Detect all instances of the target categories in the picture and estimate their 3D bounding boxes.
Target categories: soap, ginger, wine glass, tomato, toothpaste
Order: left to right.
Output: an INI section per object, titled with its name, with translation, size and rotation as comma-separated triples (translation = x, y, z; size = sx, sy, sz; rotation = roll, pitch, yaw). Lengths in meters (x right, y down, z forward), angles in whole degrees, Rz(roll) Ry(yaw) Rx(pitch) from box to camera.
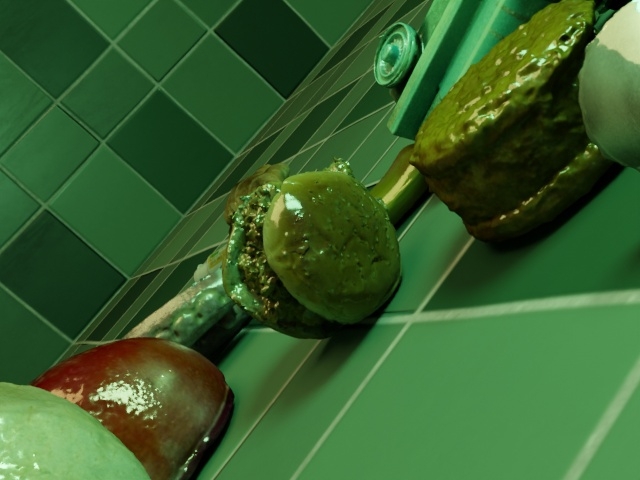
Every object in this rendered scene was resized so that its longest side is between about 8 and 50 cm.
[tomato]
translation = -0.262, 0.227, 1.061
size = 0.335, 0.176, 0.289
rotation = -47, 9, 5
[toothpaste]
translation = -0.090, -0.004, 1.520
size = 0.056, 0.058, 0.314
rotation = 4, -28, -44
[ginger]
translation = -0.102, -0.078, 1.755
size = 0.148, 0.081, 0.334
rotation = -33, 11, -9
[soap]
translation = 0.076, -0.049, 1.078
size = 0.140, 0.045, 0.089
rotation = -47, 9, 4
[wine glass]
translation = 0.205, -0.061, 0.497
size = 0.122, 0.122, 0.183
rotation = -44, 14, 16

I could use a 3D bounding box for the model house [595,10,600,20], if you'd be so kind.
[model house]
translation = 0.243, -0.222, 1.024
size = 0.083, 0.058, 0.057
rotation = -54, 14, -31

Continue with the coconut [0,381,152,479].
[coconut]
translation = -0.271, 0.249, 0.775
size = 0.329, 0.329, 0.329
rotation = -45, 12, 12

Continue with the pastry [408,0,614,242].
[pastry]
translation = 0.161, -0.093, 0.775
size = 0.189, 0.103, 0.188
rotation = -44, 12, 12

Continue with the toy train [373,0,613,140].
[toy train]
translation = 0.163, -0.210, 0.969
size = 0.298, 0.120, 0.194
rotation = -64, 30, 28

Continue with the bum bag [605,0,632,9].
[bum bag]
translation = 0.323, -0.265, 0.879
size = 0.123, 0.060, 0.248
rotation = -47, 10, 5

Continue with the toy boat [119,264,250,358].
[toy boat]
translation = -0.166, 0.130, 1.239
size = 0.227, 0.085, 0.155
rotation = -37, -13, -4

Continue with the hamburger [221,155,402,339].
[hamburger]
translation = 0.000, 0.000, 0.916
size = 0.131, 0.159, 0.184
rotation = -38, 35, 55
